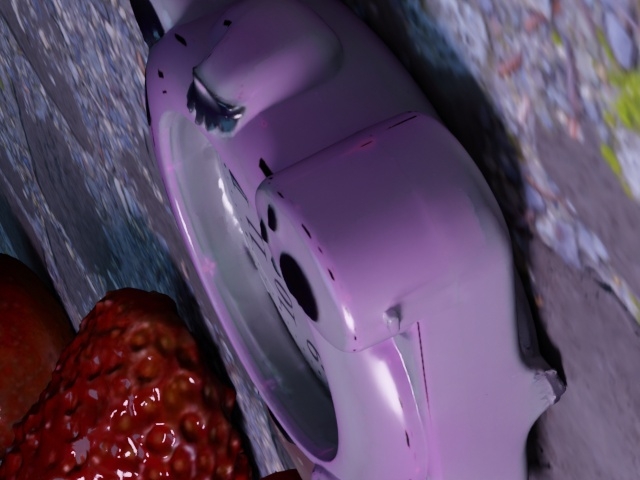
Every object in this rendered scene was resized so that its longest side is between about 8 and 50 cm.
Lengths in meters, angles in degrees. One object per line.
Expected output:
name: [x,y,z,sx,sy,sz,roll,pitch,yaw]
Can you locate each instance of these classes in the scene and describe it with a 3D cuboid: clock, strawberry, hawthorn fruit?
clock: [0.000,0.000,0.820,0.248,0.090,0.227,54,161,41]
strawberry: [-0.129,0.146,1.386,0.205,0.205,0.244,47,135,50]
hawthorn fruit: [-0.348,0.102,1.971,0.215,0.215,0.250,180,74,-74]

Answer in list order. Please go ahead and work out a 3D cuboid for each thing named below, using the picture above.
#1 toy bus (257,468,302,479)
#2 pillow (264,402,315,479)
toy bus: [-0.002,0.207,1.143,0.195,0.081,0.089,53,172,37]
pillow: [-0.010,0.085,1.072,0.185,0.043,0.118,67,165,-8]
